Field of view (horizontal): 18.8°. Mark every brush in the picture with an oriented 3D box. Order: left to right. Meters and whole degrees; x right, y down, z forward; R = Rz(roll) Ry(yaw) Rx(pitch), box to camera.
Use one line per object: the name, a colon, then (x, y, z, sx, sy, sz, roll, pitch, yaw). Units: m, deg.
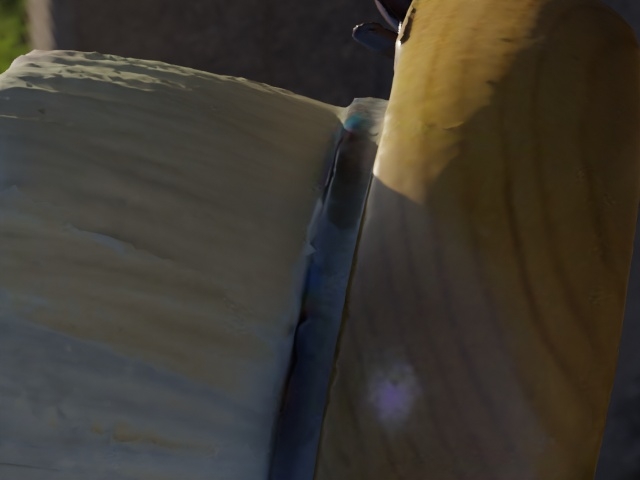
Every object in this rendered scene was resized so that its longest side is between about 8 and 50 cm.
brush: (0.000, 0.000, 0.556, 0.266, 0.166, 0.174, -71, -10, -54)

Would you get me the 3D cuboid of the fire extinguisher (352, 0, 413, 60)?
fire extinguisher: (0.076, -0.220, 1.236, 0.147, 0.337, 0.106, 37, 131, -27)
